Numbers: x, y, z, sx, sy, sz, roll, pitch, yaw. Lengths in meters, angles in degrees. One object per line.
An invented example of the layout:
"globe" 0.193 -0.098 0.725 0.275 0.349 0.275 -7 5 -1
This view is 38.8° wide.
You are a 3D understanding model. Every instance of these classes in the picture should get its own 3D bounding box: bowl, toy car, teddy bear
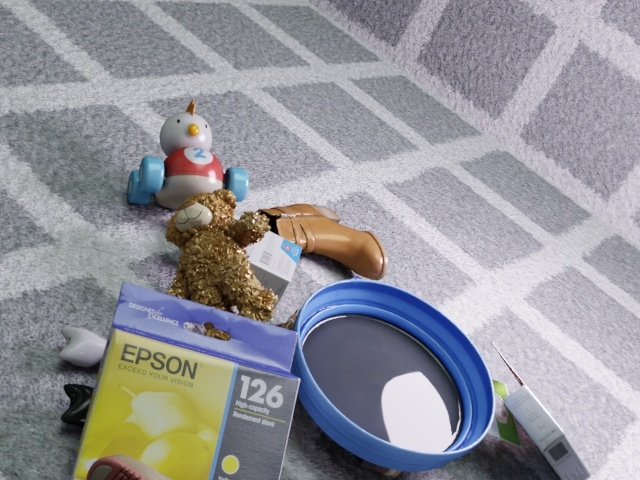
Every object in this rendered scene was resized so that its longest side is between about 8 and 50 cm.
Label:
"bowl" 0.123 0.236 1.617 0.391 0.077 0.391 18 38 -15
"toy car" -0.280 -0.195 1.921 0.219 0.210 0.238 5 77 -23
"teddy bear" -0.194 0.046 1.671 0.113 0.245 0.338 17 58 -48

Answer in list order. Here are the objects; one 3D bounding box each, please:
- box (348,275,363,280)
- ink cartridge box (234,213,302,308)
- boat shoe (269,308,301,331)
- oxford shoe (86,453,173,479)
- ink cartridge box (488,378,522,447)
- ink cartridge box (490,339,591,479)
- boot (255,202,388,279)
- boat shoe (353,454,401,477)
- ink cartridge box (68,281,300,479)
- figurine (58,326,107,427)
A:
"box" 0.080 0.140 1.969 0.109 0.042 0.178 39 31 15
"ink cartridge box" -0.154 0.034 1.879 0.203 0.086 0.148 26 29 -4
"boat shoe" -0.066 0.198 1.712 0.095 0.095 0.257 20 21 17
"oxford shoe" -0.167 0.404 1.254 0.348 0.123 0.130 41 25 -1
"ink cartridge box" 0.248 0.326 1.768 0.255 0.097 0.189 24 29 -14
"ink cartridge box" 0.414 0.346 1.782 0.239 0.060 0.275 54 3 39
"boot" 0.000 0.000 2.044 0.220 0.109 0.283 0 37 -44
"boat shoe" 0.078 0.298 1.654 0.092 0.103 0.285 17 36 -31
"ink cartridge box" -0.187 0.241 1.365 0.303 0.072 0.307 18 71 -19
"figurine" -0.313 0.218 1.448 0.209 0.092 0.215 9 33 -26
